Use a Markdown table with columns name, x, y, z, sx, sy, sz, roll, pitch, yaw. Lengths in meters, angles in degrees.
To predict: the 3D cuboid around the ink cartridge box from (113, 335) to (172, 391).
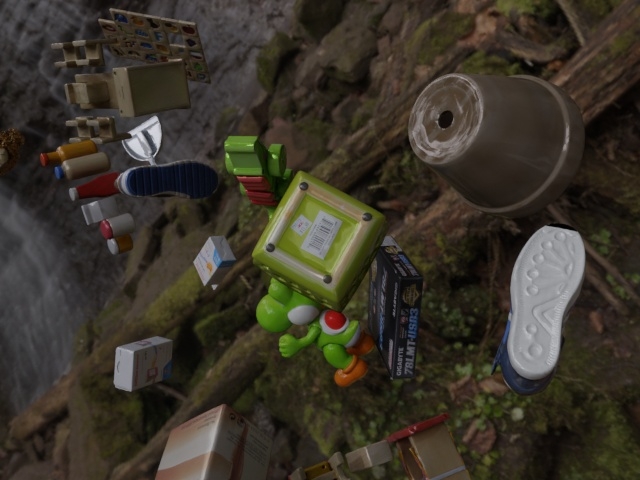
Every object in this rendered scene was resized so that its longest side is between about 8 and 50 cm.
| name | x | y | z | sx | sy | sz | roll | pitch | yaw |
| --- | --- | --- | --- | --- | --- | --- | --- | --- | --- |
| ink cartridge box | -0.378 | 0.263 | 1.404 | 0.052 | 0.122 | 0.088 | 8 | 98 | 29 |

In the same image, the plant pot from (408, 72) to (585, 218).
| name | x | y | z | sx | sy | sz | roll | pitch | yaw |
| --- | --- | --- | --- | --- | --- | --- | --- | --- | --- |
| plant pot | 0.350 | -0.225 | 1.402 | 0.323 | 0.280 | 0.323 | -11 | 74 | 45 |

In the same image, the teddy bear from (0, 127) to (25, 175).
| name | x | y | z | sx | sy | sz | roll | pitch | yaw |
| --- | --- | --- | --- | --- | --- | --- | --- | --- | --- |
| teddy bear | -0.939 | -0.263 | 1.698 | 0.113 | 0.338 | 0.245 | 21 | 69 | 39 |

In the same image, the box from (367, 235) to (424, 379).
| name | x | y | z | sx | sy | sz | roll | pitch | yaw |
| --- | --- | --- | --- | --- | --- | --- | --- | --- | --- |
| box | 0.193 | 0.173 | 1.767 | 0.293 | 0.073 | 0.295 | -111 | 20 | -67 |

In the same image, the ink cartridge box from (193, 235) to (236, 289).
| name | x | y | z | sx | sy | sz | roll | pitch | yaw |
| --- | --- | --- | --- | --- | --- | --- | --- | --- | --- |
| ink cartridge box | -0.363 | 0.080 | 2.192 | 0.181 | 0.062 | 0.104 | -51 | 57 | 38 |

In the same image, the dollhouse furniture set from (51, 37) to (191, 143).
| name | x | y | z | sx | sy | sz | roll | pitch | yaw |
| --- | --- | --- | --- | --- | --- | --- | --- | --- | --- |
| dollhouse furniture set | -0.427 | -0.326 | 1.412 | 0.242 | 0.212 | 0.161 | 8 | 22 | 34 |

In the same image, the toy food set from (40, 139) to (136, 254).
| name | x | y | z | sx | sy | sz | roll | pitch | yaw |
| --- | --- | --- | --- | --- | --- | --- | --- | --- | --- |
| toy food set | -0.438 | -0.078 | 1.248 | 0.104 | 0.232 | 0.111 | -21 | 6 | -35 |

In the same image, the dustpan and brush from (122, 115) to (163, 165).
| name | x | y | z | sx | sy | sz | roll | pitch | yaw |
| --- | --- | --- | --- | --- | --- | --- | --- | --- | --- |
| dustpan and brush | -0.561 | -0.291 | 2.145 | 0.147 | 0.211 | 0.060 | -29 | -6 | 10 |

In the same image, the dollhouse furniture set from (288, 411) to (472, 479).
| name | x | y | z | sx | sy | sz | roll | pitch | yaw |
| --- | --- | --- | --- | --- | --- | --- | --- | --- | --- |
| dollhouse furniture set | 0.131 | 0.516 | 1.358 | 0.201 | 0.374 | 0.152 | 68 | 155 | 18 |

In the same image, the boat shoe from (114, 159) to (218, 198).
| name | x | y | z | sx | sy | sz | roll | pitch | yaw |
| --- | --- | --- | --- | --- | --- | --- | --- | --- | --- |
| boat shoe | -0.258 | -0.104 | 1.099 | 0.066 | 0.183 | 0.066 | 6 | 96 | 45 |

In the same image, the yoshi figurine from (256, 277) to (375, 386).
| name | x | y | z | sx | sy | sz | roll | pitch | yaw |
| --- | --- | --- | --- | --- | --- | --- | --- | --- | --- |
| yoshi figurine | -0.033 | 0.238 | 1.789 | 0.203 | 0.362 | 0.203 | -48 | 19 | -6 |

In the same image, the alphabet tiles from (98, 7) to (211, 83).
| name | x | y | z | sx | sy | sz | roll | pitch | yaw |
| --- | --- | --- | --- | --- | --- | --- | --- | --- | --- |
| alphabet tiles | -0.378 | -0.443 | 1.496 | 0.198 | 0.237 | 0.009 | 88 | -164 | -65 |

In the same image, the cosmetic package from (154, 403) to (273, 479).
| name | x | y | z | sx | sy | sz | roll | pitch | yaw |
| --- | --- | --- | --- | --- | --- | --- | --- | --- | --- |
| cosmetic package | -0.188 | 0.431 | 1.033 | 0.153 | 0.129 | 0.296 | -32 | 29 | 26 |

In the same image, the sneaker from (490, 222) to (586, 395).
| name | x | y | z | sx | sy | sz | roll | pitch | yaw |
| --- | --- | --- | --- | --- | --- | --- | --- | --- | --- |
| sneaker | 0.434 | 0.150 | 1.314 | 0.236 | 0.130 | 0.322 | 68 | -142 | -64 |

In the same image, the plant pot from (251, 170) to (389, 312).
| name | x | y | z | sx | sy | sz | roll | pitch | yaw |
| --- | --- | --- | --- | --- | --- | --- | --- | --- | --- |
| plant pot | 0.000 | 0.000 | 1.320 | 0.228 | 0.227 | 0.207 | -61 | -5 | -5 |

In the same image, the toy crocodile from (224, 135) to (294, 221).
| name | x | y | z | sx | sy | sz | roll | pitch | yaw |
| --- | --- | --- | --- | --- | --- | --- | --- | --- | --- |
| toy crocodile | -0.124 | -0.127 | 1.372 | 0.340 | 0.115 | 0.105 | 68 | -153 | -73 |
